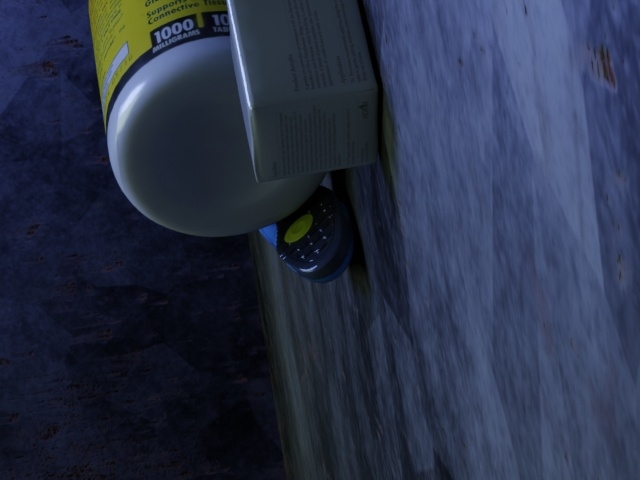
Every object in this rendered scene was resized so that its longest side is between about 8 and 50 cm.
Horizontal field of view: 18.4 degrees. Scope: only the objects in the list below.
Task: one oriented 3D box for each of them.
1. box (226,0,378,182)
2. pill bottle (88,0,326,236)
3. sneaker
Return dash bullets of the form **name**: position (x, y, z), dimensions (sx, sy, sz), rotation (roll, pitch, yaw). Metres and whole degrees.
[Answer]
- **box**: position (-0.012, -0.109, 1.322), dimensions (0.102, 0.087, 0.101), rotation (89, 171, -61)
- **pill bottle**: position (-0.103, -0.172, 1.702), dimensions (0.334, 0.188, 0.188), rotation (-106, 7, -50)
- **sneaker**: position (0.000, 0.000, 1.665), dimensions (0.082, 0.069, 0.209), rotation (47, 179, -22)
